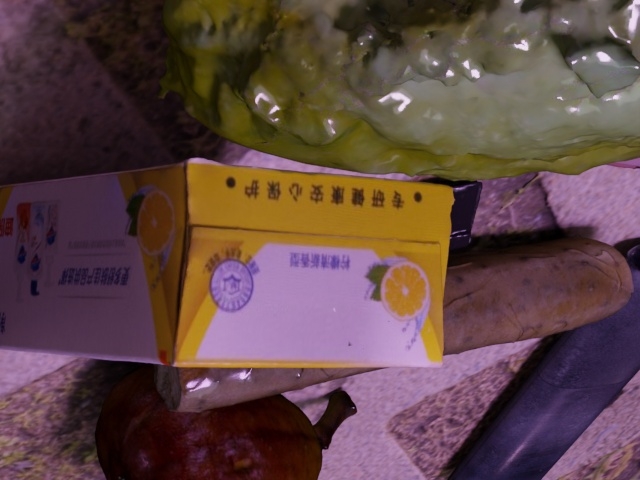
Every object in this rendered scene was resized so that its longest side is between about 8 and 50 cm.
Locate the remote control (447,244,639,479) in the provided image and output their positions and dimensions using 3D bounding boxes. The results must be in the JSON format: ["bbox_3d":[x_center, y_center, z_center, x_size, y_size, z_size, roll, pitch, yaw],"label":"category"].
[{"bbox_3d":[0.228,0.124,1.383,0.107,0.044,0.377,-9,147,-29],"label":"remote control"}]

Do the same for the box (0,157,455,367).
[{"bbox_3d":[-0.072,0.017,0.859,0.168,0.097,0.265,3,177,-36],"label":"box"}]

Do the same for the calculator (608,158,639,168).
[{"bbox_3d":[0.325,-0.127,1.062,0.330,0.048,0.220,-2,143,-33],"label":"calculator"}]

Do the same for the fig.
[{"bbox_3d":[-0.058,0.162,1.189,0.145,0.170,0.274,-27,171,34],"label":"fig"}]

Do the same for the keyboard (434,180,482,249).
[{"bbox_3d":[0.000,-0.001,1.075,0.231,0.023,0.072,-13,143,-14],"label":"keyboard"}]

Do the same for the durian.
[{"bbox_3d":[0.092,-0.129,0.745,0.340,0.204,0.256,-7,-176,18],"label":"durian"}]

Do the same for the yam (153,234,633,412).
[{"bbox_3d":[0.060,0.056,1.124,0.372,0.083,0.083,-11,148,-27],"label":"yam"}]
